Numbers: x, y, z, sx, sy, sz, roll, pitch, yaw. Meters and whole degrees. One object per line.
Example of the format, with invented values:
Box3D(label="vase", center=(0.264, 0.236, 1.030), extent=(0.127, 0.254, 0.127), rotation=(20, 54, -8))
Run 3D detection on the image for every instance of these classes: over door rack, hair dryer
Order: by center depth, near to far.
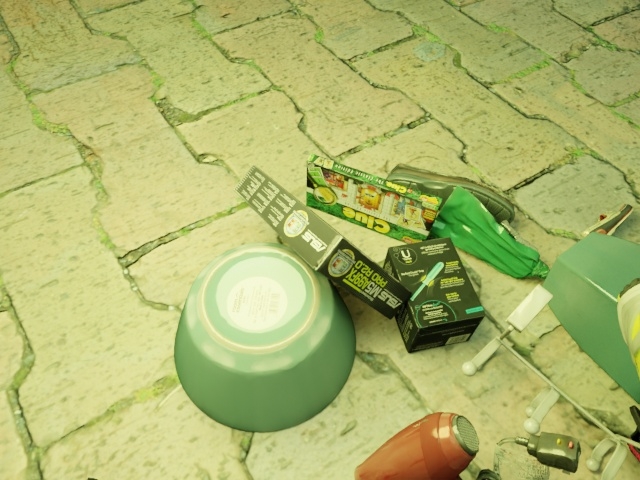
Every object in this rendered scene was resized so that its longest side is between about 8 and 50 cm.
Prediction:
Box3D(label="hair dryer", center=(0.181, 0.336, 0.633), extent=(0.293, 0.223, 0.080), rotation=(6, 13, 25))
Box3D(label="over door rack", center=(0.317, 0.211, 0.635), extent=(0.108, 0.324, 0.239), rotation=(-45, 67, -10))

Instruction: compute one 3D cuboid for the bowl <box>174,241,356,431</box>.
Box3D(label="bowl", center=(-0.091, 0.125, 0.768), extent=(0.311, 0.163, 0.311), rotation=(1, 54, -2))

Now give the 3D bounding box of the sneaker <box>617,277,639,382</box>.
Box3D(label="sneaker", center=(0.489, 0.231, 0.616), extent=(0.385, 0.145, 0.147), rotation=(56, 36, -12))

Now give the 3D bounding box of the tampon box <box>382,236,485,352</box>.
Box3D(label="tampon box", center=(0.189, 0.093, 0.837), extent=(0.120, 0.101, 0.161), rotation=(-9, 55, -9))

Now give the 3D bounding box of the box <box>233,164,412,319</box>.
Box3D(label="box", center=(0.000, 0.000, 0.786), extent=(0.060, 0.216, 0.270), rotation=(-51, 46, 2))

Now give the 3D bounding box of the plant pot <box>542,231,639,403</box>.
Box3D(label="plant pot", center=(0.514, 0.106, 0.811), extent=(0.165, 0.165, 0.234), rotation=(-28, 53, -20))

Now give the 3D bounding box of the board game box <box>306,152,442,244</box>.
Box3D(label="board game box", center=(0.094, -0.074, 0.932), extent=(0.259, 0.136, 0.030), rotation=(21, 59, 13))

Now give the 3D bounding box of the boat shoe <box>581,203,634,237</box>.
Box3D(label="boat shoe", center=(0.589, -0.037, 0.982), extent=(0.137, 0.049, 0.043), rotation=(-37, 62, -19))

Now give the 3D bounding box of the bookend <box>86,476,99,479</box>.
Box3D(label="bookend", center=(-0.252, 0.411, 0.613), extent=(0.156, 0.072, 0.157), rotation=(12, 56, 7))

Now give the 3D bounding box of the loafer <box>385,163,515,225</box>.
Box3D(label="loafer", center=(0.268, -0.105, 0.990), extent=(0.267, 0.096, 0.084), rotation=(17, 50, 12))

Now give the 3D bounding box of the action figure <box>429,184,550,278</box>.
Box3D(label="action figure", center=(0.330, 0.003, 0.913), extent=(0.232, 0.137, 0.063), rotation=(35, 48, 11))

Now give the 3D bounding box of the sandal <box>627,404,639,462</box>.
Box3D(label="sandal", center=(0.490, 0.329, 0.710), extent=(0.067, 0.040, 0.179), rotation=(34, 37, -25))
